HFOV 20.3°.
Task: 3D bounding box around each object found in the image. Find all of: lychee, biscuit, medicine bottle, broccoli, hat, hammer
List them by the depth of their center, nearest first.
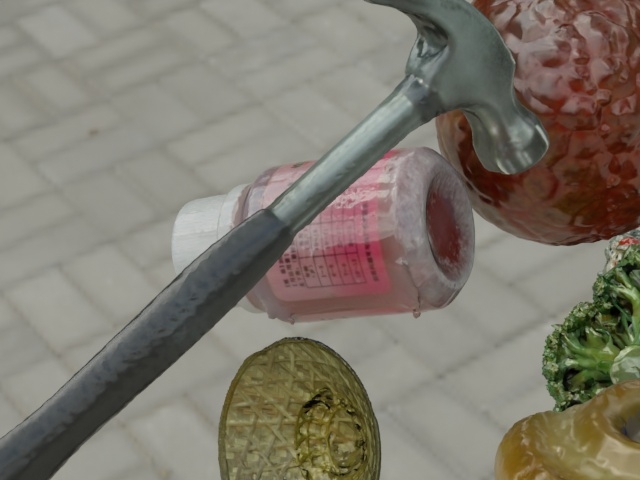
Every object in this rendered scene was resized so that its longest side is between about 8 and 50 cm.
[{"bbox_3d":[-0.029,0.002,0.623,0.246,0.103,0.029,-41,32,-13],"label":"hammer"},{"bbox_3d":[0.006,0.134,1.148,0.067,0.146,0.146,2,22,-46],"label":"hat"},{"bbox_3d":[0.297,0.195,1.488,0.274,0.091,0.213,-15,34,-20],"label":"biscuit"},{"bbox_3d":[0.000,0.000,1.539,0.247,0.147,0.147,-6,34,28],"label":"medicine bottle"},{"bbox_3d":[0.219,-0.120,1.573,0.255,0.255,0.300,1,2,10],"label":"lychee"},{"bbox_3d":[0.364,0.135,1.964,0.254,0.269,0.269,-11,36,12],"label":"broccoli"}]

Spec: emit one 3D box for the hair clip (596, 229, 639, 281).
[{"bbox_3d":[0.482,0.063,2.263,0.321,0.091,0.138,14,79,40],"label":"hair clip"}]
